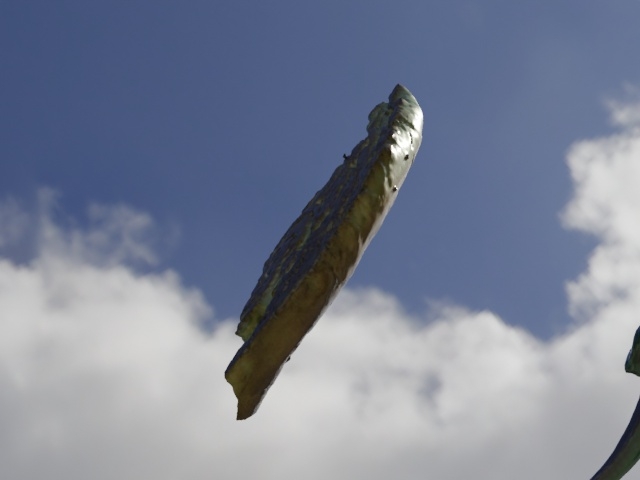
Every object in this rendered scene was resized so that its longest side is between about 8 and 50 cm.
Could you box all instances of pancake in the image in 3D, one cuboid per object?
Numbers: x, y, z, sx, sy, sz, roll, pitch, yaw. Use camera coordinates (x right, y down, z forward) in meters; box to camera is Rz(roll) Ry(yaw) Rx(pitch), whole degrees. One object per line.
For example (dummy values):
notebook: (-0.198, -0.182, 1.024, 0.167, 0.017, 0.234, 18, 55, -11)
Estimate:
pancake: (0.004, 0.003, 1.471, 0.054, 0.197, 0.377, 39, -118, -12)

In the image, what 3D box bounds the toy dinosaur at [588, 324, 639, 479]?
toy dinosaur: (0.263, -0.061, 0.945, 0.383, 0.129, 0.331, -29, -50, -35)
